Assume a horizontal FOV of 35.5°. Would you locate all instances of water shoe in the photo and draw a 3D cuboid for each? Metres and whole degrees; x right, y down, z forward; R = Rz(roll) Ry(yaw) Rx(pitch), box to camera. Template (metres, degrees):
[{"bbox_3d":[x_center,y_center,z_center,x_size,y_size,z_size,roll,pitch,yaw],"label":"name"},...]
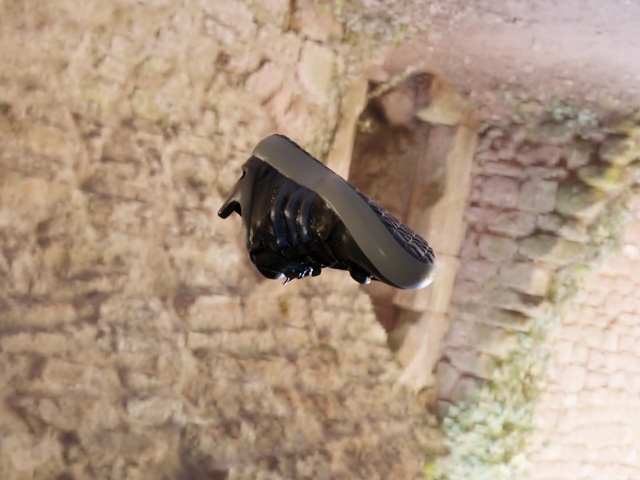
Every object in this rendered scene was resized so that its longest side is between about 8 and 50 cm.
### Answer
[{"bbox_3d":[0.000,0.000,0.627,0.073,0.080,0.203,35,-176,-32],"label":"water shoe"}]
